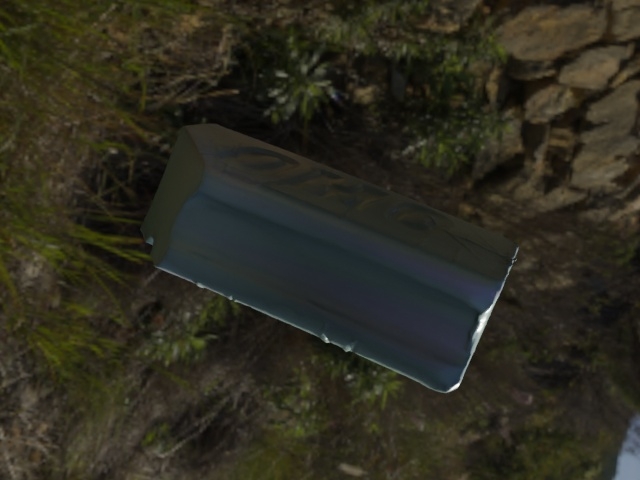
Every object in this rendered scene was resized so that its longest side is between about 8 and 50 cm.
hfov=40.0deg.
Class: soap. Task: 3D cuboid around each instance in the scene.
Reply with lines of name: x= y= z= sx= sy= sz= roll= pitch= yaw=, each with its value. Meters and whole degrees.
soap: x=0.000 y=0.000 z=0.691 sx=0.173 sy=0.290 sz=0.095 roll=-31 pitch=142 yaw=-70
